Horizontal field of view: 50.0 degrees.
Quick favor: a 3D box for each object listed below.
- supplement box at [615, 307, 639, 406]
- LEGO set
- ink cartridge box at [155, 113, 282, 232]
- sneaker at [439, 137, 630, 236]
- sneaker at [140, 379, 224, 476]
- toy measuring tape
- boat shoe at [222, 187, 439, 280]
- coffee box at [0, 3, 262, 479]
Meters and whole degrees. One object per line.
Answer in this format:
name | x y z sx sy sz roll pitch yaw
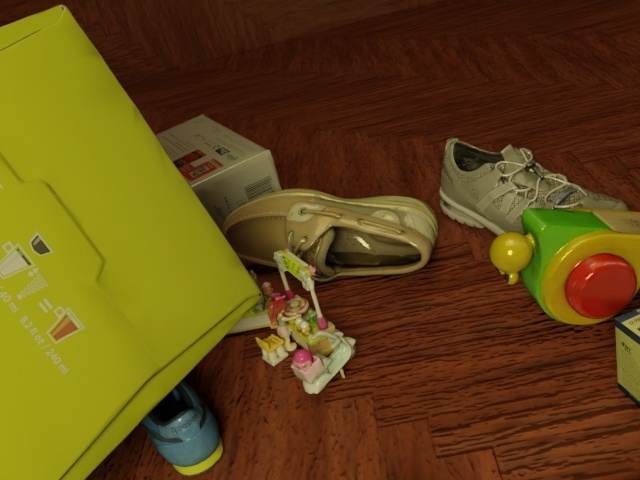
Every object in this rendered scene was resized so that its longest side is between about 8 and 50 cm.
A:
supplement box | 0.301 0.108 0.582 0.056 0.083 0.083 -21 29 -10
LEGO set | -0.080 0.074 0.807 0.287 0.107 0.132 10 38 38
ink cartridge box | -0.241 -0.073 1.124 0.272 0.130 0.309 -27 30 -17
sneaker | 0.253 -0.062 0.872 0.105 0.115 0.281 -33 33 -29
sneaker | -0.171 0.161 0.728 0.069 0.082 0.209 -31 31 -23
toy measuring tape | 0.328 0.032 0.722 0.330 0.121 0.121 3 26 -13
boat shoe | 0.000 0.000 0.905 0.302 0.109 0.098 1 31 17
coffee box | -0.332 0.047 0.648 0.334 0.337 0.338 -20 18 44
